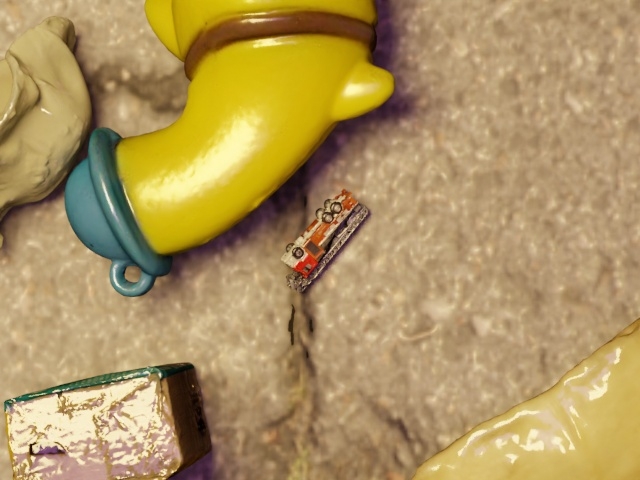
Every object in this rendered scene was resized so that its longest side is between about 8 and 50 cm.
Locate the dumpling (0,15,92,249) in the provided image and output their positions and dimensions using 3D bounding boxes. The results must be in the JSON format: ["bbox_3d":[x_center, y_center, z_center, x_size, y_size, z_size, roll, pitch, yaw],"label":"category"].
[{"bbox_3d":[-0.224,-0.086,1.432,0.100,0.134,0.169,42,87,7],"label":"dumpling"}]

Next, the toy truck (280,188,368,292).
[{"bbox_3d":[0.000,0.000,1.463,0.032,0.024,0.083,42,86,-23],"label":"toy truck"}]

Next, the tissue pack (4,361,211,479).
[{"bbox_3d":[-0.148,0.135,1.392,0.120,0.169,0.082,-11,88,3],"label":"tissue pack"}]

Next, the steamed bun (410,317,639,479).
[{"bbox_3d":[0.220,0.222,1.354,0.428,0.247,0.189,-37,128,-5],"label":"steamed bun"}]

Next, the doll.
[{"bbox_3d":[-0.053,-0.118,1.418,0.199,0.145,0.363,31,92,20],"label":"doll"}]
